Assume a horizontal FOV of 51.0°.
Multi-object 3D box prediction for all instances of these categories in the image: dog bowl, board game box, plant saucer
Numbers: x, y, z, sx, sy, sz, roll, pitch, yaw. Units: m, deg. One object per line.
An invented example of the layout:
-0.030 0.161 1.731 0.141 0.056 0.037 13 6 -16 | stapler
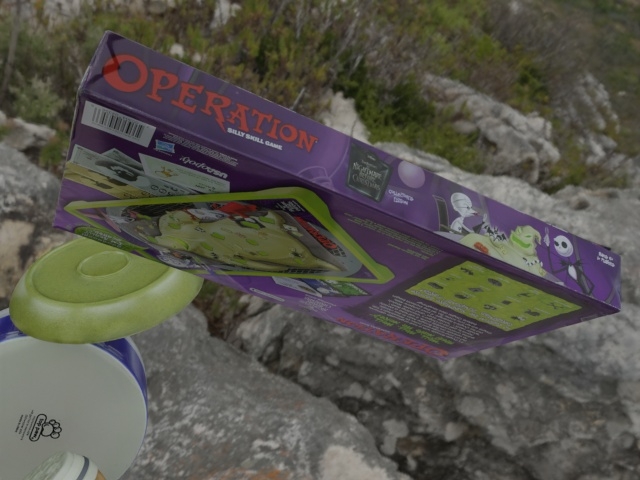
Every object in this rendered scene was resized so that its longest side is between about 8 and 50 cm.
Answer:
-0.366 0.221 0.894 0.265 0.264 0.104 15 13 -21 | dog bowl
0.000 0.000 0.468 0.347 0.208 0.056 21 60 -18 | board game box
-0.270 0.044 0.850 0.241 0.037 0.241 -2 29 1 | plant saucer

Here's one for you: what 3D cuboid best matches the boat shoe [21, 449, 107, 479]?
-0.369 0.432 0.627 0.500 0.187 0.156 -46 106 -16 | boat shoe
